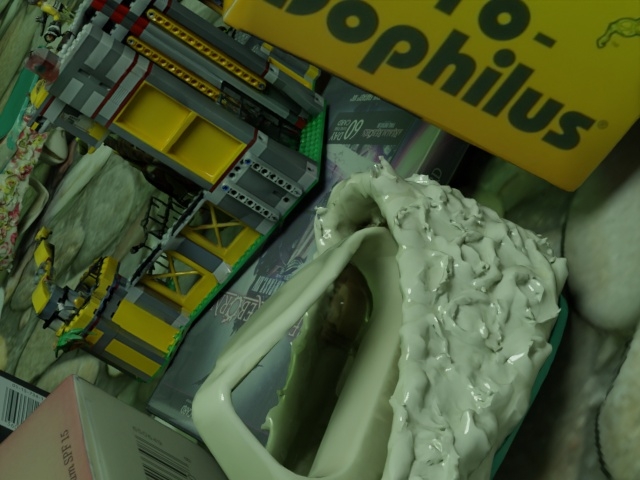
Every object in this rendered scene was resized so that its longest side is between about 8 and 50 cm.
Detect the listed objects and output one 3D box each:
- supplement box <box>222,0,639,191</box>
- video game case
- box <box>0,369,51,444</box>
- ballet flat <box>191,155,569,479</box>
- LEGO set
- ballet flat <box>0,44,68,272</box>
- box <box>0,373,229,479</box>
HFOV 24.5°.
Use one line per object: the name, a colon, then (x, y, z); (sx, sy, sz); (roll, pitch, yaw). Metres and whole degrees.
supplement box: (0.082, -0.229, 0.747); (0.195, 0.194, 0.356); (-54, 22, 32)
video game case: (0.000, 0.000, 0.870); (0.274, 0.026, 0.196); (-60, 22, -9)
box: (-0.310, 0.162, 1.029); (0.142, 0.247, 0.163); (-44, 30, 28)
ballet flat: (-0.013, 0.125, 0.585); (0.147, 0.147, 0.409); (-32, 25, 44)
LEGO set: (-0.129, -0.090, 0.979); (0.255, 0.192, 0.331); (-43, 23, 38)
ballet flat: (-0.292, -0.074, 1.428); (0.091, 0.077, 0.241); (-10, 52, 56)
box: (-0.153, 0.215, 0.794); (0.232, 0.127, 0.148); (-45, 35, 12)
